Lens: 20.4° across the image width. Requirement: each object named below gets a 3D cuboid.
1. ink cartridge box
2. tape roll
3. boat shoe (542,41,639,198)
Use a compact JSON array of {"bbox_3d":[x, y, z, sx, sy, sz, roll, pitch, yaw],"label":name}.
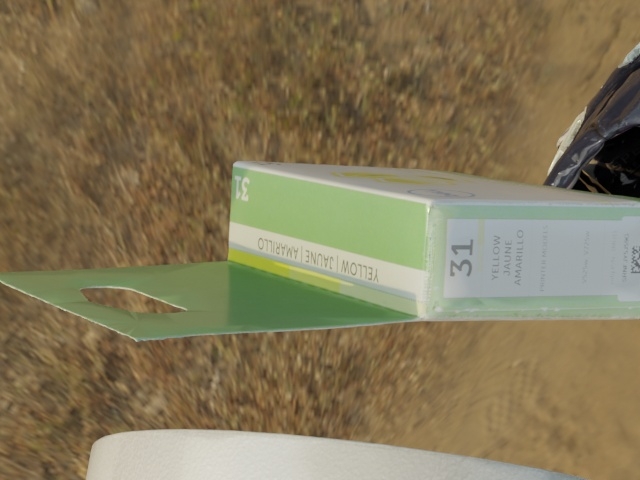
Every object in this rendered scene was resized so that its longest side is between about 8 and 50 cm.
[{"bbox_3d":[0.000,0.000,0.739,0.235,0.171,0.056,1,96,-29],"label":"ink cartridge box"},{"bbox_3d":[0.048,0.184,1.056,0.392,0.392,0.072,8,75,1],"label":"tape roll"},{"bbox_3d":[0.277,-0.110,1.154,0.127,0.158,0.340,41,117,0],"label":"boat shoe"}]
